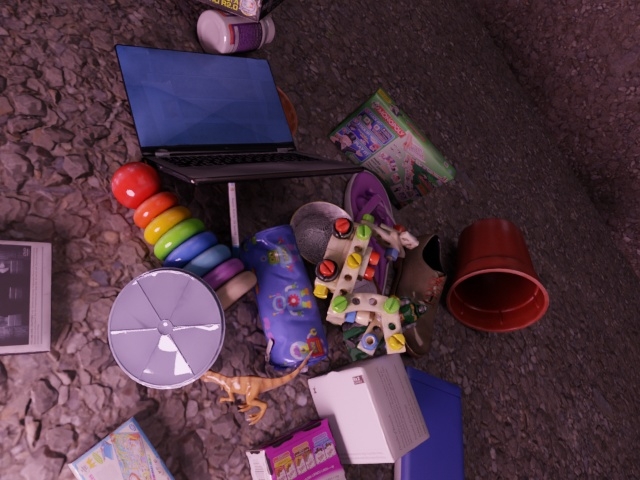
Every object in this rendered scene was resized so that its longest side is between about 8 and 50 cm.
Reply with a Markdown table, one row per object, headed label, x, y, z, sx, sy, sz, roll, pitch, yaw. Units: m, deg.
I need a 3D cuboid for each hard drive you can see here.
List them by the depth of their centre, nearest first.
| label | x | y | z | sx | sy | sz | roll | pitch | yaw |
| --- | --- | --- | --- | --- | --- | --- | --- | --- | --- |
| hard drive | 0.265 | 0.489 | 1.094 | 0.210 | 0.040 | 0.319 | 27 | 53 | -27 |

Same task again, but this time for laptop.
| label | x | y | z | sx | sy | sz | roll | pitch | yaw |
| --- | --- | --- | --- | --- | --- | --- | --- | --- | --- |
| laptop | -0.173 | -0.277 | 0.961 | 0.381 | 0.408 | 0.237 | -11 | 113 | -36 |

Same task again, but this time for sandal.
| label | x | y | z | sx | sy | sz | roll | pitch | yaw |
| --- | --- | --- | --- | --- | --- | --- | --- | --- | --- |
| sandal | 0.151 | -0.023 | 1.219 | 0.169 | 0.102 | 0.417 | 24 | 55 | -29 |

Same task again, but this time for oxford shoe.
| label | x | y | z | sx | sy | sz | roll | pitch | yaw |
| --- | --- | --- | --- | --- | --- | --- | --- | --- | --- |
| oxford shoe | 0.269 | 0.133 | 1.217 | 0.123 | 0.130 | 0.348 | 22 | 56 | -31 |

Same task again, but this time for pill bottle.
| label | x | y | z | sx | sy | sz | roll | pitch | yaw |
| --- | --- | --- | --- | --- | --- | --- | --- | --- | --- |
| pill bottle | -0.211 | -0.541 | 1.180 | 0.193 | 0.108 | 0.108 | -33 | 91 | -44 |

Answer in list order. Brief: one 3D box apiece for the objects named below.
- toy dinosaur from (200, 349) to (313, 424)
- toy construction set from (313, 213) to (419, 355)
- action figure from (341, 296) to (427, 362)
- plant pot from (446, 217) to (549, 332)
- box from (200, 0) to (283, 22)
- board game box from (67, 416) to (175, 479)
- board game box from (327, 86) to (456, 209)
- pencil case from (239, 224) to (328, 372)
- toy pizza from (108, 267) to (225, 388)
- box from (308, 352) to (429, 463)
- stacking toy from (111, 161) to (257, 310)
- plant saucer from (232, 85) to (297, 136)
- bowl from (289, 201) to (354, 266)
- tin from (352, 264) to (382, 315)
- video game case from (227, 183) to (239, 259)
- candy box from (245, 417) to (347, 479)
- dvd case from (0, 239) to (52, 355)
| label | x | y | z | sx | sy | sz | roll | pitch | yaw |
| --- | --- | --- | --- | --- | --- | --- | --- | --- | --- |
| toy dinosaur | -0.116 | 0.266 | 0.825 | 0.211 | 0.064 | 0.112 | -1 | 108 | -5 |
| toy construction set | 0.105 | 0.067 | 0.962 | 0.215 | 0.151 | 0.328 | 18 | 51 | 7 |
| action figure | 0.163 | 0.194 | 1.106 | 0.232 | 0.063 | 0.137 | -16 | 90 | -24 |
| plant pot | 0.521 | 0.088 | 1.380 | 0.272 | 0.272 | 0.265 | 37 | 41 | -19 |
| box | -0.217 | -0.661 | 1.178 | 0.216 | 0.060 | 0.270 | 19 | 40 | -1 |
| board game box | -0.294 | 0.369 | 0.700 | 0.103 | 0.026 | 0.154 | -33 | 91 | -44 |
| board game box | 0.199 | -0.248 | 1.298 | 0.317 | 0.213 | 0.046 | 44 | 47 | -14 |
| pencil case | -0.080 | 0.121 | 0.943 | 0.133 | 0.119 | 0.306 | -9 | 74 | -30 |
| toy pizza | -0.258 | 0.147 | 0.772 | 0.201 | 0.032 | 0.201 | 0 | 84 | 3 |
| box | 0.093 | 0.340 | 0.929 | 0.119 | 0.181 | 0.182 | -9 | 75 | -41 |
| stacking toy | -0.272 | -0.005 | 0.853 | 0.330 | 0.141 | 0.141 | 50 | 46 | 1 |
| plant saucer | -0.151 | -0.331 | 1.173 | 0.199 | 0.037 | 0.200 | 18 | 59 | -32 |
| bowl | 0.000 | 0.000 | 1.084 | 0.170 | 0.080 | 0.170 | 8 | 63 | -15 |
| tin | 0.078 | 0.099 | 1.076 | 0.040 | 0.106 | 0.190 | 68 | 1 | -54 |
| video game case | -0.182 | -0.042 | 0.945 | 0.015 | 0.119 | 0.166 | -3 | 68 | -13 |
| candy box | -0.026 | 0.473 | 0.839 | 0.159 | 0.071 | 0.234 | -7 | 72 | -42 |
| dvd case | -0.525 | 0.081 | 0.656 | 0.238 | 0.029 | 0.179 | 5 | 65 | -39 |
